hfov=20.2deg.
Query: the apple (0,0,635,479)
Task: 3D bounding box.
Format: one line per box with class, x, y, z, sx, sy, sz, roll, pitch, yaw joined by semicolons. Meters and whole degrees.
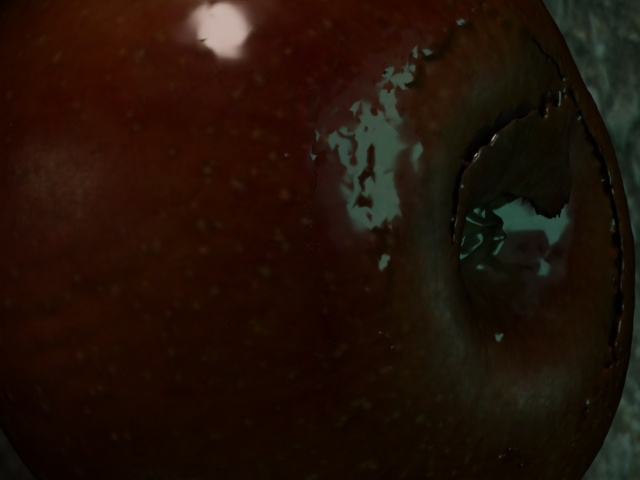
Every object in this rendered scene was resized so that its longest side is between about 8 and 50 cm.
apple;0.000;0.000;0.544;0.235;0.173;0.210;45;57;-31
